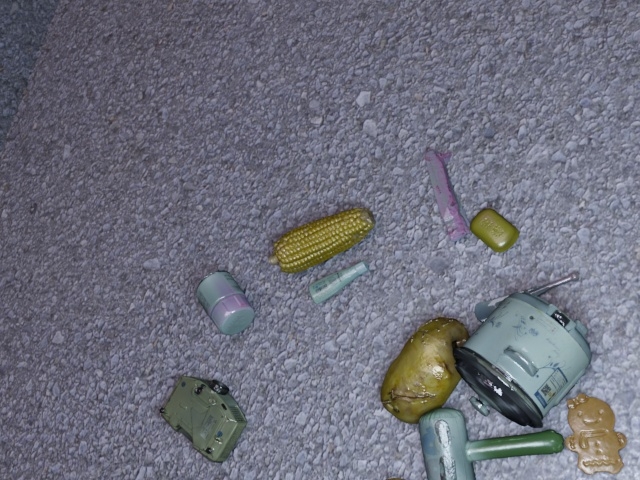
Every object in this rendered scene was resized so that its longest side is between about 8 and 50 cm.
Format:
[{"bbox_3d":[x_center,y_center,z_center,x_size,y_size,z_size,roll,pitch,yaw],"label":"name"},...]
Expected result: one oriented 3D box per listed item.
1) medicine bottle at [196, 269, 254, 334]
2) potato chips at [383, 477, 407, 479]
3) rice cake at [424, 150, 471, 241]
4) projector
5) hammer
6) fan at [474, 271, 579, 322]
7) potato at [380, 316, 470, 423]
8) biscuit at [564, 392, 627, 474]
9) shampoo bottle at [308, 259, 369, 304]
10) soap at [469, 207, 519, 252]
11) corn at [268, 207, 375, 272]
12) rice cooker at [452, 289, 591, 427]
[{"bbox_3d":[-0.295,0.194,2.203,0.135,0.135,0.168,-45,55,6],"label":"medicine bottle"},{"bbox_3d":[0.217,0.692,1.764,0.208,0.062,0.196,-9,72,24],"label":"potato chips"},{"bbox_3d":[0.366,-0.134,2.028,0.081,0.051,0.290,-14,63,7],"label":"rice cake"},{"bbox_3d":[-0.349,0.517,2.129,0.269,0.088,0.194,29,89,34],"label":"projector"},{"bbox_3d":[0.411,0.496,1.706,0.335,0.119,0.207,-10,81,14],"label":"hammer"},{"bbox_3d":[0.532,0.139,1.842,0.282,0.023,0.057,-26,51,17],"label":"fan"},{"bbox_3d":[0.277,0.334,1.829,0.173,0.140,0.300,37,94,31],"label":"potato"},{"bbox_3d":[0.637,0.449,1.641,0.133,0.027,0.184,3,65,19],"label":"biscuit"},{"bbox_3d":[0.054,0.117,2.099,0.190,0.041,0.069,-31,53,14],"label":"shampoo bottle"},{"bbox_3d":[0.471,-0.029,1.929,0.089,0.045,0.140,-45,56,0],"label":"soap"},{"bbox_3d":[0.000,0.000,2.126,0.346,0.130,0.130,-23,61,16],"label":"corn"},{"bbox_3d":[0.463,0.287,1.663,0.264,0.316,0.317,43,94,12],"label":"rice cooker"}]
